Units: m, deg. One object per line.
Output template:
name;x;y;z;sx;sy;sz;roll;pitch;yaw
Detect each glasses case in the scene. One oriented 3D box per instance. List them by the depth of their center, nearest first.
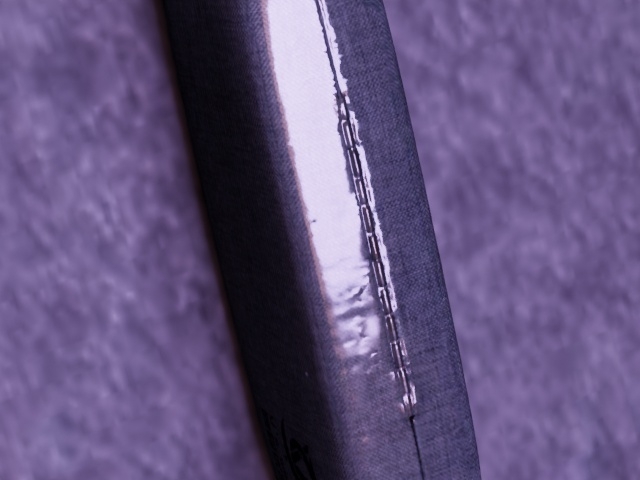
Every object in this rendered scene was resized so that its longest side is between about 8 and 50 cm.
glasses case;0.000;0.000;0.931;0.074;0.131;0.323;-18;105;-19
